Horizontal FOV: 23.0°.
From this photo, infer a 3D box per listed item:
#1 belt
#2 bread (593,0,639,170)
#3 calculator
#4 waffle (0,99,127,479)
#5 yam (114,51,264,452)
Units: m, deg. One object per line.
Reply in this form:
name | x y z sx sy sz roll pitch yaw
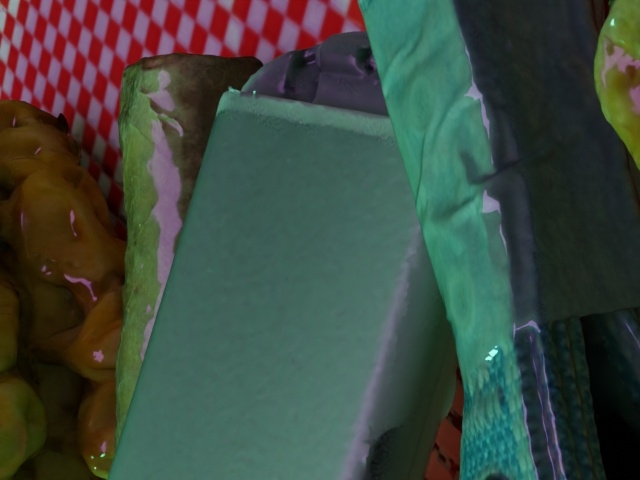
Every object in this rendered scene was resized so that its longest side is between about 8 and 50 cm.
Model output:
belt | 0.072 -0.010 0.507 0.072 0.087 0.302 135 129 -62
bread | 0.162 -0.030 0.318 0.158 0.143 0.149 -45 60 46
calculator | -0.009 0.038 0.600 0.141 0.045 0.246 13 85 42
waffle | -0.198 0.068 0.852 0.324 0.151 0.261 55 128 37
yam | -0.053 0.090 0.699 0.081 0.081 0.356 -8 84 56
